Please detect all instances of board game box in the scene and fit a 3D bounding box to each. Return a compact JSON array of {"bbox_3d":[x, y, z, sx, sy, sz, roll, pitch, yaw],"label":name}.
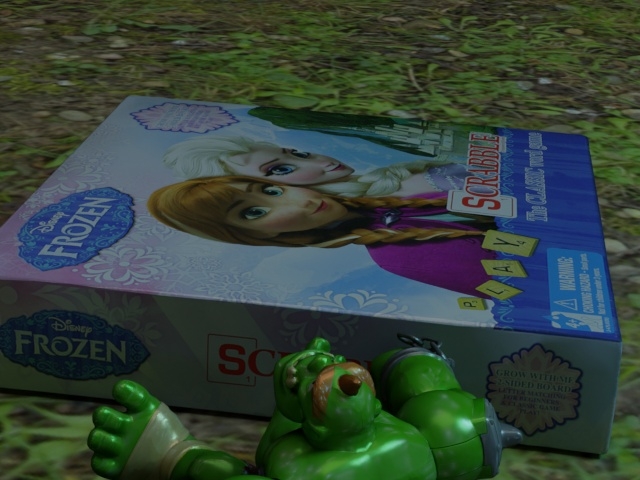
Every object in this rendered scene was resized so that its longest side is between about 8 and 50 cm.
[{"bbox_3d":[0.000,0.000,0.781,0.318,0.065,0.318,5,22,5],"label":"board game box"}]

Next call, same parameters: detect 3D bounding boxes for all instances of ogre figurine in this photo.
[{"bbox_3d":[-0.007,0.088,0.534,0.197,0.096,0.118,4,2,-35],"label":"ogre figurine"}]
